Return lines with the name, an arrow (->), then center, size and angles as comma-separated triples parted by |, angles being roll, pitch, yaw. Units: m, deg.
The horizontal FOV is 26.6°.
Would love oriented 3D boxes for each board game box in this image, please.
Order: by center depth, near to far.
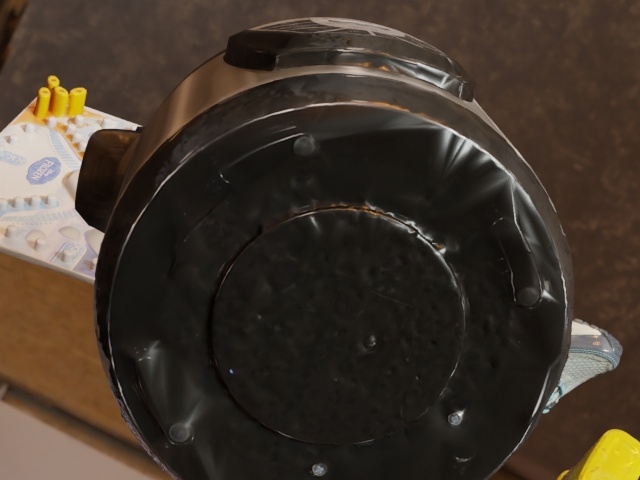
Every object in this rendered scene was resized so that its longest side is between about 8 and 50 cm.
board game box -> -0.274, -0.074, 1.837 | 0.390, 0.390, 0.050 | -64, 172, -57

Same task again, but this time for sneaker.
sneaker -> 0.194, 0.175, 1.434 | 0.283, 0.110, 0.122 | -25, -135, 31

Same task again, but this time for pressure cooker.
pressure cooker -> -0.003, 0.005, 1.158 | 0.375, 0.370, 0.420 | -32, -165, 7

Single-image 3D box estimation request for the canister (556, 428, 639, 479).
canister -> 0.352, 0.333, 1.786 | 0.126, 0.073, 0.170 | -49, 170, -34
